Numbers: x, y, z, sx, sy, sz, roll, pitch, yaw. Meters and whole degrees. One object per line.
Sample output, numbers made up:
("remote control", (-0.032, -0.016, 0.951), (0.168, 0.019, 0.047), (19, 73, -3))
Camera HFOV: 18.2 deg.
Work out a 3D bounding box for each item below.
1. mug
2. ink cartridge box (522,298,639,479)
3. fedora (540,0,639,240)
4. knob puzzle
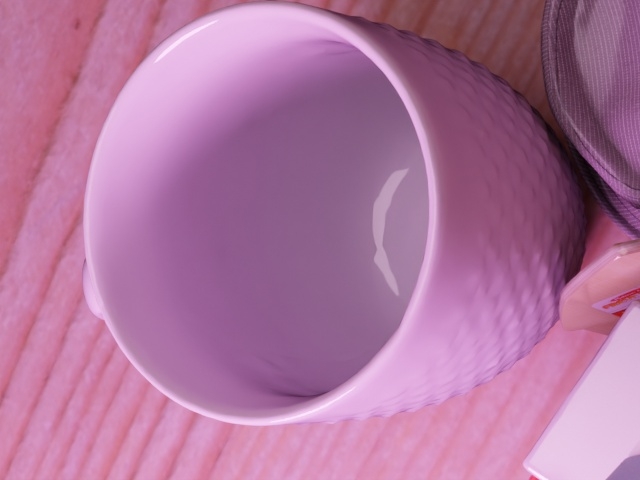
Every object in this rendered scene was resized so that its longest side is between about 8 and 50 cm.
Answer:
("mug", (0.000, 0.000, 1.437), (0.374, 0.328, 0.276), (-17, 79, 30))
("ink cartridge box", (0.261, 0.225, 1.314), (0.296, 0.066, 0.261), (35, 103, 15))
("fedora", (0.243, -0.113, 1.392), (0.244, 0.124, 0.275), (-6, 91, 40))
("knob puzzle", (0.246, 0.017, 1.370), (0.213, 0.213, 0.030), (-23, 67, 28))
